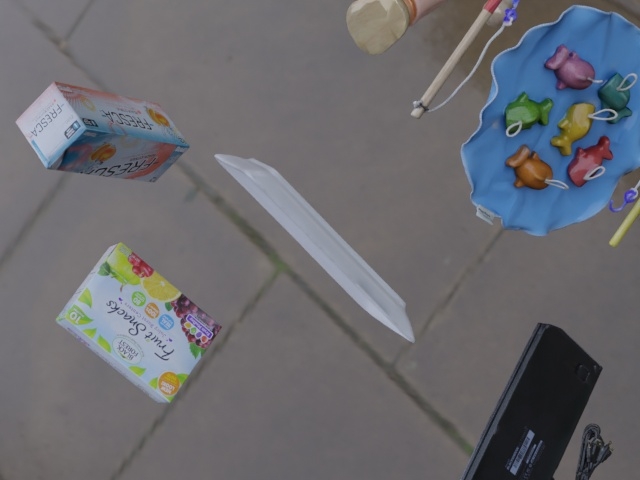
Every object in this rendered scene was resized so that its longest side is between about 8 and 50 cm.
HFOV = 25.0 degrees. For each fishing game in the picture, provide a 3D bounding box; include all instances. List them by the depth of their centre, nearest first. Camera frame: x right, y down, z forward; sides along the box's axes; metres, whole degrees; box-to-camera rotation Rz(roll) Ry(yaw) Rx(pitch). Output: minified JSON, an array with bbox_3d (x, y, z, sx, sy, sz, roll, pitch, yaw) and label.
[{"bbox_3d":[0.189,-0.085,1.098,0.189,0.264,0.041,-54,39,4],"label":"fishing game"}]

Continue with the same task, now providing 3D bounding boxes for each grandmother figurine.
[{"bbox_3d":[0.145,-0.314,1.396,0.104,0.208,0.342,12,35,42],"label":"grandmother figurine"}]

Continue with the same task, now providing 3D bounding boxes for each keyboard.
[{"bbox_3d":[0.253,0.270,1.713,0.033,0.201,0.317,1,55,54],"label":"keyboard"}]

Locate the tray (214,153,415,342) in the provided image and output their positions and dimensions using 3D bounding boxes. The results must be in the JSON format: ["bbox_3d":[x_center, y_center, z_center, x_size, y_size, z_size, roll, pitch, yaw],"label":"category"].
[{"bbox_3d":[0.000,0.000,1.567,0.030,0.270,0.145,-47,21,-6],"label":"tray"}]

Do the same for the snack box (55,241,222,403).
[{"bbox_3d":[-0.184,0.085,1.470,0.100,0.141,0.037,-56,18,-22],"label":"snack box"}]

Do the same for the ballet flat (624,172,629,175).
[{"bbox_3d":[0.346,-0.132,1.658,0.057,0.173,0.049,-8,53,-2],"label":"ballet flat"}]

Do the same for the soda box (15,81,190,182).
[{"bbox_3d":[-0.205,-0.101,1.388,0.058,0.183,0.063,-43,71,19],"label":"soda box"}]
